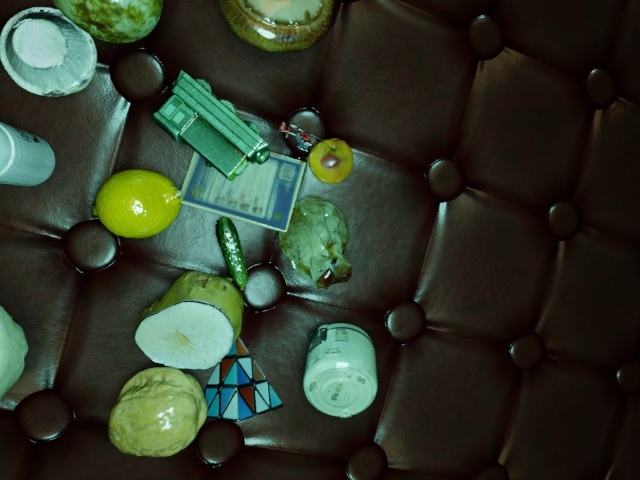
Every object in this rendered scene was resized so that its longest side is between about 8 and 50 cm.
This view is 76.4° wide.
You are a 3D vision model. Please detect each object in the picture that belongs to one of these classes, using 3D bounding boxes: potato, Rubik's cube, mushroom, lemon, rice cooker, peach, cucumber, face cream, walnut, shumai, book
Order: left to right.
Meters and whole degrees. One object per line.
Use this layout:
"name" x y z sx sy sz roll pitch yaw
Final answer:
"face cream" -0.757 -0.205 0.926 0.145 0.370 0.145 -1 95 -13
"lemon" -0.485 -0.098 1.090 0.244 0.187 0.187 -13 96 -1
"walnut" -0.446 0.470 1.110 0.257 0.224 0.257 0 93 8
"potato" -0.350 0.212 1.148 0.300 0.196 0.246 -28 115 18
"Rubik's cube" -0.264 0.464 1.149 0.250 0.234 0.284 -27 99 -9
"cucumber" -0.260 0.041 1.209 0.069 0.069 0.227 -17 99 -11
"book" -0.225 -0.171 1.192 0.322 0.018 0.228 17 79 -5
"mushroom" -0.118 -0.683 1.094 0.345 0.259 0.345 -1 93 -12
"shumai" 0.000 0.000 1.196 0.222 0.203 0.272 -24 95 -11
"peach" 0.031 -0.234 1.226 0.138 0.138 0.138 -1 94 -12
"rice cooker" 0.057 0.376 1.215 0.226 0.244 0.226 2 116 5

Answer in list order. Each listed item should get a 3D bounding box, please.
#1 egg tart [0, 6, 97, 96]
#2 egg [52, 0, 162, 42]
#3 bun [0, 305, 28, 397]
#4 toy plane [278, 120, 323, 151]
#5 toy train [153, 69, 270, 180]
"egg tart" -0.713 -0.496 1.061 0.234 0.094 0.234 0 91 -12
"egg" -0.544 -0.630 1.020 0.289 0.238 0.238 16 90 10
"bun" -0.936 0.301 1.006 0.360 0.211 0.359 2 84 -20
"toy plane" -0.060 -0.316 1.242 0.145 0.037 0.060 22 67 -11
"toy train" -0.298 -0.304 1.132 0.330 0.138 0.178 41 87 -3
